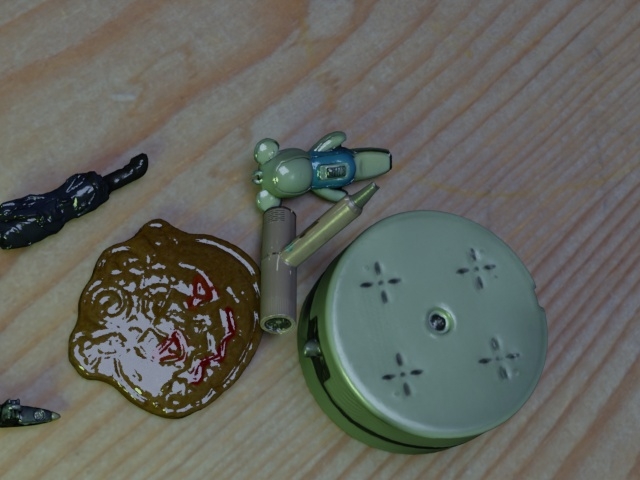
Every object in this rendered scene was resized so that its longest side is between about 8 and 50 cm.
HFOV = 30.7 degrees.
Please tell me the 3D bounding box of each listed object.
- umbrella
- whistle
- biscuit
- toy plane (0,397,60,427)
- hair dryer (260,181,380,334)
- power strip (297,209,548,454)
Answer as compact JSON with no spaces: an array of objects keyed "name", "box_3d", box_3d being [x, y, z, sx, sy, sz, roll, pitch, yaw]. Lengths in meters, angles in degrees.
[{"name":"umbrella","box_3d":[-0.344,-0.057,1.641,0.248,0.071,0.071,-26,81,-26]},{"name":"whistle","box_3d":[0.001,-0.110,1.774,0.236,0.077,0.114,-10,104,-27]},{"name":"biscuit","box_3d":[-0.208,0.105,1.640,0.257,0.049,0.273,28,63,-7]},{"name":"toy plane","box_3d":[-0.485,0.221,1.472,0.316,0.103,0.204,1,70,-18]},{"name":"hair dryer","box_3d":[0.002,0.009,1.636,0.054,0.220,0.195,33,44,-37]},{"name":"power strip","box_3d":[0.134,0.135,1.681,0.357,0.161,0.357,6,70,-15]}]
